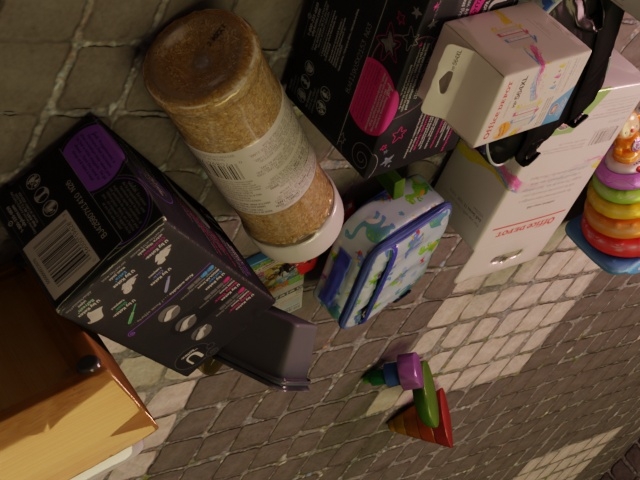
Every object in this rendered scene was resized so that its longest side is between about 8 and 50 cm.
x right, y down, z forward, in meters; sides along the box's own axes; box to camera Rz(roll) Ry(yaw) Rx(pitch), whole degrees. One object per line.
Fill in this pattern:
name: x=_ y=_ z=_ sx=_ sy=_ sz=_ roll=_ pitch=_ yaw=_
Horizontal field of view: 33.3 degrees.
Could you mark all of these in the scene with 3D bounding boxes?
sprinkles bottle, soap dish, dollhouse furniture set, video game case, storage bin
sprinkles bottle: x=-0.071 y=-0.099 z=1.163 sx=0.121 sy=0.121 sz=0.355 roll=-36 pitch=151 yaw=-3
soap dish: x=-0.326 y=0.145 z=1.085 sx=0.229 sy=0.291 sz=0.118 roll=-26 pitch=129 yaw=-19
dollhouse furniture set: x=0.146 y=-0.117 z=1.438 sx=0.151 sy=0.058 sz=0.076 roll=-26 pitch=149 yaw=-20
video game case: x=-0.076 y=0.068 z=1.501 sx=0.119 sy=0.015 sz=0.166 roll=-25 pitch=148 yaw=-21
storage bin: x=-0.064 y=0.141 z=1.462 sx=0.098 sy=0.135 sz=0.091 roll=11 pitch=99 yaw=-53

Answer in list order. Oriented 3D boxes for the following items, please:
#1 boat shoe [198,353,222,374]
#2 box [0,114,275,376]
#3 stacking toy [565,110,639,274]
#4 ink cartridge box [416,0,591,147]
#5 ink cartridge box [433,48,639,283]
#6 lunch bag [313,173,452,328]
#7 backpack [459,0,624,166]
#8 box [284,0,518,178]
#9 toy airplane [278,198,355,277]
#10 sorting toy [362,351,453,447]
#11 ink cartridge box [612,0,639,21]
boat shoe: x=-0.171 y=0.148 z=1.488 sx=0.056 sy=0.048 sz=0.153 roll=-54 pitch=157 yaw=-2
box: x=-0.191 y=0.016 z=1.147 sx=0.143 sy=0.165 sz=0.270 roll=-40 pitch=150 yaw=4
stacking toy: x=0.517 y=-0.103 z=1.807 sx=0.175 sy=0.166 sz=0.302 roll=-27 pitch=134 yaw=-12
ink cartridge box: x=0.171 y=-0.160 z=1.041 sx=0.143 sy=0.090 sz=0.092 roll=-21 pitch=146 yaw=-33
ink cartridge box: x=0.293 y=-0.113 z=1.544 sx=0.207 sy=0.119 sz=0.353 roll=-14 pitch=142 yaw=-38
lunch bag: x=0.083 y=0.022 z=1.501 sx=0.176 sy=0.090 sz=0.219 roll=-30 pitch=157 yaw=-33
backpack: x=0.238 y=-0.241 z=1.229 sx=0.225 sy=0.191 sz=0.253 roll=-35 pitch=159 yaw=-21
box: x=0.084 y=-0.218 z=1.124 sx=0.142 sy=0.163 sz=0.247 roll=-19 pitch=145 yaw=-34
toy airplane: x=0.000 y=0.000 z=1.448 sx=0.151 sy=0.028 sz=0.151 roll=-39 pitch=155 yaw=-21
sorting toy: x=0.161 y=0.310 z=2.047 sx=0.126 sy=0.127 sz=0.365 roll=-11 pitch=151 yaw=14
ink cartridge box: x=0.361 y=-0.357 z=1.119 sx=0.275 sy=0.060 sz=0.239 roll=10 pitch=93 yaw=-52
